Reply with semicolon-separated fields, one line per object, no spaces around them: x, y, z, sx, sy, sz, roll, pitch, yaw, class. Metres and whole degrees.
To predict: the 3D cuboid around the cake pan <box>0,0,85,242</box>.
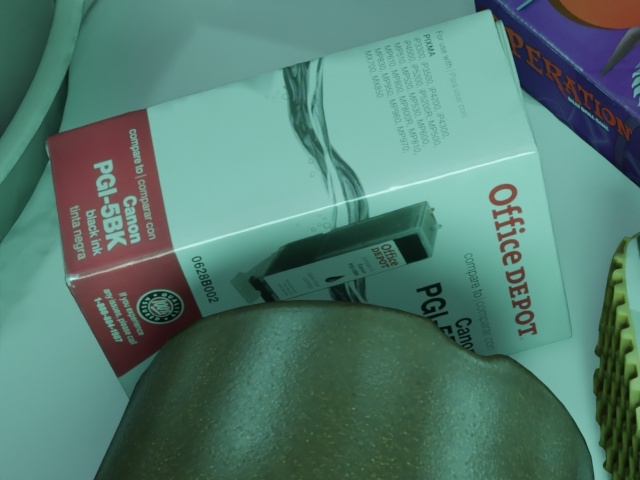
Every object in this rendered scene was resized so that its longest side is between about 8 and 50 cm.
-0.217;-0.054;0.702;0.293;0.054;0.293;-7;53;10;cake pan

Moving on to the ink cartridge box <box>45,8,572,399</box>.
0.000;0.000;0.579;0.135;0.099;0.056;-16;52;3;ink cartridge box

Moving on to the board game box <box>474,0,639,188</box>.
0.246;-0.112;0.634;0.347;0.056;0.208;-36;50;-13;board game box

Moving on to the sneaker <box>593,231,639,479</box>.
0.128;0.076;0.520;0.083;0.069;0.186;-10;59;-4;sneaker

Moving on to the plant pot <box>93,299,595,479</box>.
-0.006;0.113;0.469;0.167;0.167;0.165;1;48;15;plant pot
